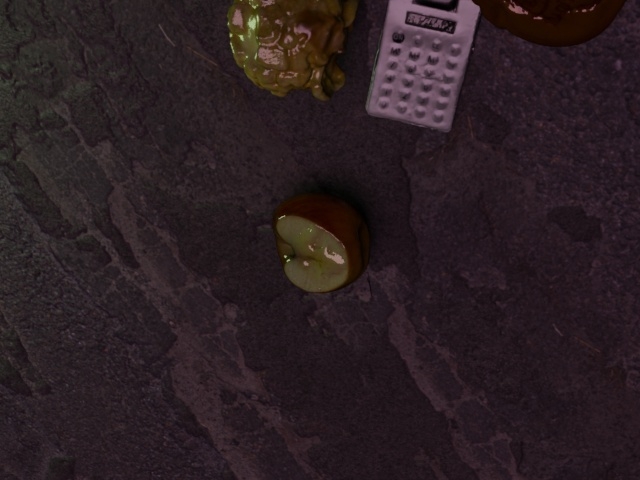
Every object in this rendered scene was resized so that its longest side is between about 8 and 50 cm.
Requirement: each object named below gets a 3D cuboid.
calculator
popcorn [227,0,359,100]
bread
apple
[{"bbox_3d":[0.175,-0.317,1.599,0.161,0.021,0.262,14,122,7],"label":"calculator"},{"bbox_3d":[-0.036,-0.348,1.538,0.216,0.181,0.235,33,92,4],"label":"popcorn"},{"bbox_3d":[0.347,-0.425,1.397,0.270,0.148,0.270,15,133,17],"label":"bread"},{"bbox_3d":[0.000,0.000,1.743,0.173,0.160,0.195,-4,116,13],"label":"apple"}]
